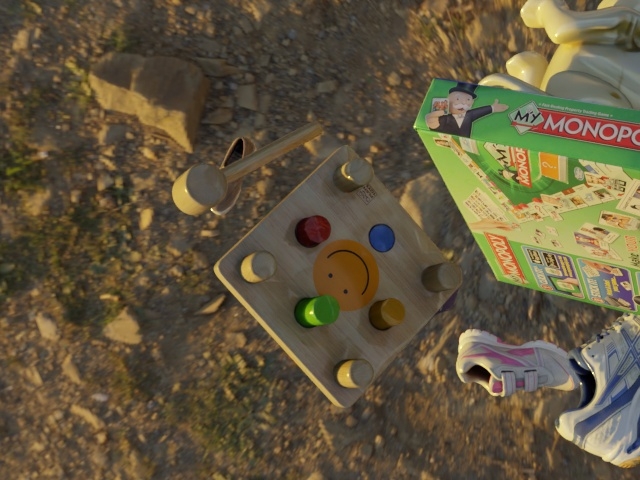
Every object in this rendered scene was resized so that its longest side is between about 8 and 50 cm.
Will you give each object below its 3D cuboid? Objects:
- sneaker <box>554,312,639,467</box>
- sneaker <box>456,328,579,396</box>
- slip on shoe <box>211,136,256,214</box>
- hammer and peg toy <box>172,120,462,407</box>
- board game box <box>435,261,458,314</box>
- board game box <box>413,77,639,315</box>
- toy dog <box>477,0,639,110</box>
[{"bbox_3d":[0.407,0.147,1.256,0.131,0.112,0.296,20,67,8],"label":"sneaker"},{"bbox_3d":[0.374,0.256,1.794,0.252,0.111,0.103,7,135,29],"label":"sneaker"},{"bbox_3d":[-0.149,-0.109,1.542,0.051,0.041,0.135,26,83,19],"label":"slip on shoe"},{"bbox_3d":[0.000,0.000,1.211,0.266,0.127,0.361,-44,98,-22],"label":"hammer and peg toy"},{"bbox_3d":[0.202,0.114,1.879,0.141,0.170,0.048,-18,67,-6],"label":"board game box"},{"bbox_3d":[0.218,-0.015,0.745,0.214,0.317,0.046,15,74,27],"label":"board game box"},{"bbox_3d":[0.429,-0.207,1.299,0.395,0.284,0.408,22,57,26],"label":"toy dog"}]
